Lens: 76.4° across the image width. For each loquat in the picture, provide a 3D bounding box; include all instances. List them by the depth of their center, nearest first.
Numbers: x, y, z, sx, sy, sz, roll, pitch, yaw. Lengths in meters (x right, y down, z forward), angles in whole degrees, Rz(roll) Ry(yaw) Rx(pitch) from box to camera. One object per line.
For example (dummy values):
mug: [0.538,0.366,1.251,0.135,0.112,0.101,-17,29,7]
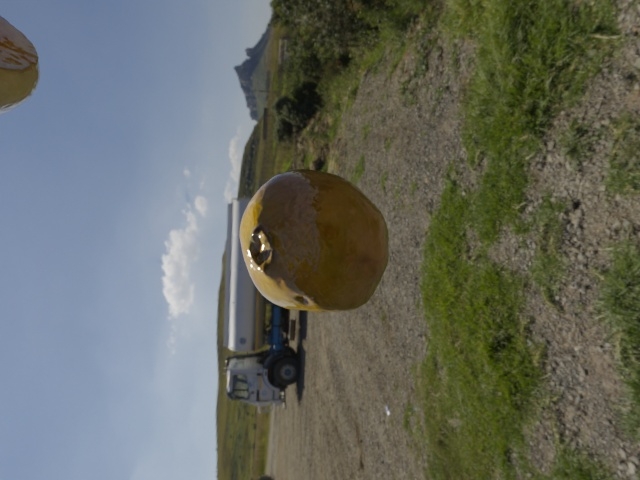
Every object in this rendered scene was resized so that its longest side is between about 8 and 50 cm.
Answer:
loquat: [0.000,0.000,0.535,0.234,0.176,0.187,5,-100,-54]

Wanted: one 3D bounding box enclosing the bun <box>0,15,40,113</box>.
bun: [-0.639,-0.304,0.655,0.165,0.299,0.298,-45,23,20]
